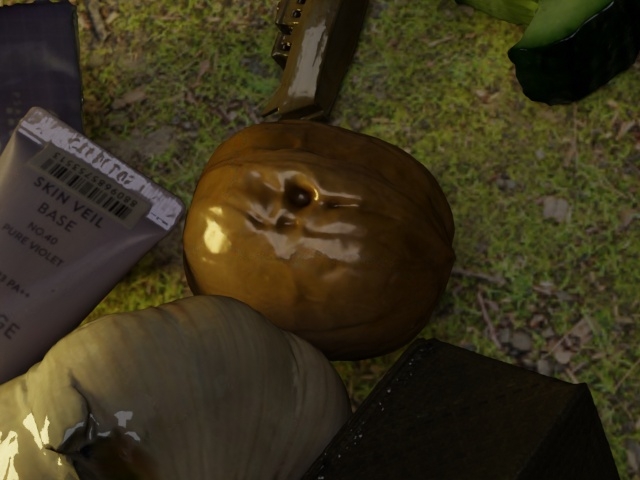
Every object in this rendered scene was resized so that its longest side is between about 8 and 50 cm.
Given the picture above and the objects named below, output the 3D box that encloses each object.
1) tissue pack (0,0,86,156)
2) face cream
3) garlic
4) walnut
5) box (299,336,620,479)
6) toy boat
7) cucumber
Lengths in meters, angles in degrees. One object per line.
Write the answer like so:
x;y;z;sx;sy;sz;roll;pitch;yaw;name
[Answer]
-0.368;-0.070;1.224;0.344;0.125;0.242;-4;78;-16;tissue pack
-0.241;0.039;1.133;0.154;0.096;0.274;32;75;11;face cream
-0.111;0.179;1.073;0.322;0.322;0.241;-13;61;5;garlic
0.000;0.000;1.171;0.222;0.195;0.195;11;73;17;walnut
0.077;0.226;1.004;0.143;0.184;0.273;15;53;42;box
-0.006;-0.196;1.307;0.072;0.064;0.206;11;73;28;toy boat
0.202;-0.232;1.251;0.191;0.130;0.191;-5;67;11;cucumber
